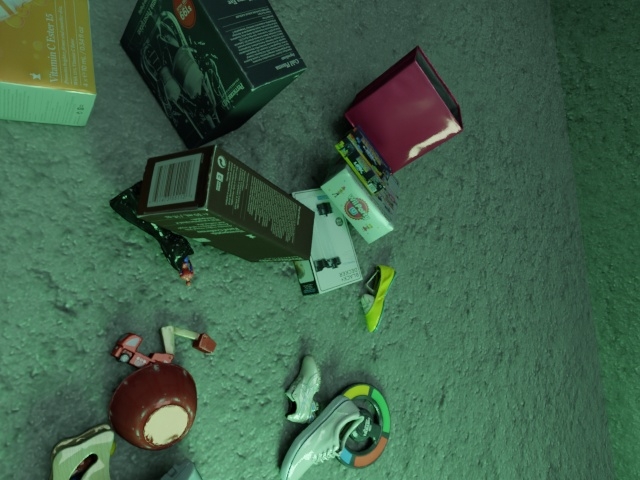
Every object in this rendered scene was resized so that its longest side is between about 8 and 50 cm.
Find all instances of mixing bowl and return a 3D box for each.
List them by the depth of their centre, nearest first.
[{"bbox_3d":[-0.326,0.354,0.899,0.182,0.098,0.181,-7,103,-33],"label":"mixing bowl"}]

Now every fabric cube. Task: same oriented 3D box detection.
[{"bbox_3d":[0.270,-0.414,1.402,0.254,0.258,0.259,48,32,-17],"label":"fabric cube"}]

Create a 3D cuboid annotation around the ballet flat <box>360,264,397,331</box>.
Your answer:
[{"bbox_3d":[0.168,0.171,1.363,0.077,0.077,0.230,28,59,-4],"label":"ballet flat"}]

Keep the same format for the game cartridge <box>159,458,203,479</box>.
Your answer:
[{"bbox_3d":[-0.336,0.578,0.831,0.297,0.062,0.198,-45,145,-35],"label":"game cartridge"}]

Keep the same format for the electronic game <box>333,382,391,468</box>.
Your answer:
[{"bbox_3d":[0.113,0.522,1.246,0.230,0.048,0.229,10,73,-34],"label":"electronic game"}]

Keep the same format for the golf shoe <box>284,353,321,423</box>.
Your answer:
[{"bbox_3d":[-0.049,0.386,1.151,0.086,0.069,0.176,12,71,-27],"label":"golf shoe"}]

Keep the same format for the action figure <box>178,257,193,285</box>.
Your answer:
[{"bbox_3d":[-0.326,0.053,1.047,0.038,0.030,0.115,-10,79,-33],"label":"action figure"}]

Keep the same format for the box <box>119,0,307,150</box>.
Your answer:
[{"bbox_3d":[-0.258,-0.430,1.014,0.179,0.343,0.312,-40,103,-37],"label":"box"}]

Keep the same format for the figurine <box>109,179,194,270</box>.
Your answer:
[{"bbox_3d":[-0.335,-0.066,1.021,0.209,0.093,0.214,55,40,-19],"label":"figurine"}]

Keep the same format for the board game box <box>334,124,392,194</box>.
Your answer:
[{"bbox_3d":[0.124,-0.226,1.218,0.170,0.048,0.141,50,31,-13],"label":"board game box"}]

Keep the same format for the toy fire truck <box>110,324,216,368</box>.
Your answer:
[{"bbox_3d":[-0.345,0.240,0.979,0.192,0.047,0.135,38,59,-22],"label":"toy fire truck"}]

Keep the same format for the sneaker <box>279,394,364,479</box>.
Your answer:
[{"bbox_3d":[0.006,0.511,1.108,0.258,0.091,0.094,-47,136,-17],"label":"sneaker"}]

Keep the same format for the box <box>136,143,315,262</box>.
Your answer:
[{"bbox_3d":[-0.189,-0.059,0.987,0.381,0.191,0.142,27,63,-57],"label":"box"}]

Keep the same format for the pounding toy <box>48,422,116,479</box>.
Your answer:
[{"bbox_3d":[-0.414,0.490,0.802,0.154,0.155,0.269,8,77,-32],"label":"pounding toy"}]

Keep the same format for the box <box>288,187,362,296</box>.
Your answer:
[{"bbox_3d":[0.000,0.000,1.261,0.169,0.087,0.289,-12,87,-37],"label":"box"}]

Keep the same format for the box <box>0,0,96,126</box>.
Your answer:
[{"bbox_3d":[-0.635,-0.363,0.834,0.346,0.168,0.214,-4,82,-36],"label":"box"}]

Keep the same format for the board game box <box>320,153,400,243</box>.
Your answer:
[{"bbox_3d":[0.134,-0.166,1.321,0.224,0.098,0.303,49,29,-16],"label":"board game box"}]
